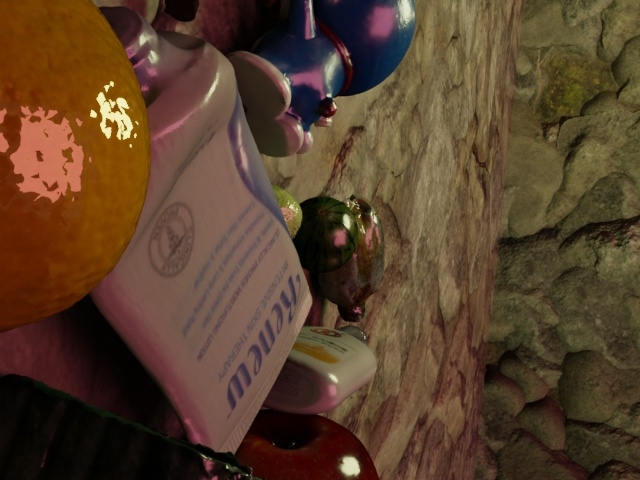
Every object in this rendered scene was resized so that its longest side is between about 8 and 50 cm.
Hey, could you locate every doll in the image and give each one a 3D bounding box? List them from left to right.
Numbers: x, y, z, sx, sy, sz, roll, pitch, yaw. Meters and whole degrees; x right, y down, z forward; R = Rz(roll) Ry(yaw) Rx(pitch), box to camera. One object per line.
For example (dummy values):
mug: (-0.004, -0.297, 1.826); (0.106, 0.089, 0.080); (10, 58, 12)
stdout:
doll: (-0.006, -0.211, 0.840); (0.257, 0.161, 0.215); (-46, 155, -31)

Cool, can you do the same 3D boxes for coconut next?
coconut: (-0.067, -0.022, 0.811); (0.088, 0.096, 0.087); (-4, 98, -28)

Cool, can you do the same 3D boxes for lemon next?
lemon: (-0.181, -0.054, 0.387); (0.187, 0.187, 0.244); (-26, 125, -64)

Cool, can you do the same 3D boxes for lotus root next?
lotus root: (0.042, 0.031, 1.089); (0.113, 0.088, 0.192); (-29, 126, -44)

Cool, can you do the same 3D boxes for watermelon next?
watermelon: (0.003, -0.004, 0.965); (0.109, 0.109, 0.108); (7, 90, -68)

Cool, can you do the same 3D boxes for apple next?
apple: (-0.041, 0.290, 0.795); (0.218, 0.218, 0.201); (-23, 126, -65)

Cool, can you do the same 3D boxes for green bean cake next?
green bean cake: (-0.133, 0.188, 0.555); (0.193, 0.208, 0.107); (54, 51, -57)

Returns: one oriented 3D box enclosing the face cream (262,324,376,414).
face cream: (-0.002, 0.149, 0.939); (0.291, 0.144, 0.071); (0, 102, -70)

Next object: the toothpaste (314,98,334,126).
toothpaste: (0.004, -0.245, 0.984); (0.048, 0.031, 0.190); (-15, 108, -63)

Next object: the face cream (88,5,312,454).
face cream: (-0.106, 0.005, 0.634); (0.420, 0.137, 0.234); (72, 35, -43)

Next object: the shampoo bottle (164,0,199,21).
shampoo bottle: (-0.070, -0.317, 0.723); (0.153, 0.071, 0.284); (94, 21, -46)
